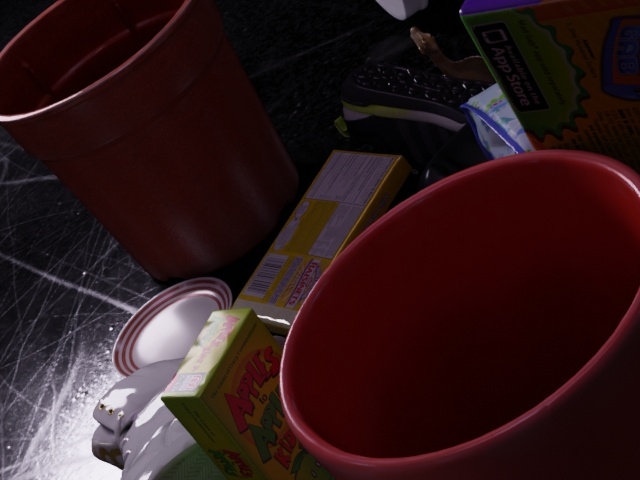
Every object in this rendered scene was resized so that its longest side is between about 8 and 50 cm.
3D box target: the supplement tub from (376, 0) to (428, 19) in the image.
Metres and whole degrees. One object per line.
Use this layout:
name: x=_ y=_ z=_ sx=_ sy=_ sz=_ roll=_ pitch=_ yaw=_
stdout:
supplement tub: x=0.165 y=-0.419 z=1.778 sx=0.316 sy=0.228 sz=0.228 roll=-36 pitch=31 yaw=-3

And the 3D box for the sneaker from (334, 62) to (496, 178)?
sneaker: x=0.123 y=-0.105 z=1.532 sx=0.234 sy=0.097 sz=0.084 roll=20 pitch=38 yaw=26

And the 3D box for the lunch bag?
lunch bag: x=0.201 y=-0.099 z=1.278 sx=0.129 sy=0.096 sz=0.151 roll=-31 pitch=11 yaw=-3

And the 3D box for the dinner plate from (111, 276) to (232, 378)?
dinner plate: x=-0.146 y=0.091 z=1.568 sx=0.141 sy=0.017 sz=0.141 roll=-25 pitch=32 yaw=17

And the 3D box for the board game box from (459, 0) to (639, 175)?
board game box: x=0.381 y=-0.151 z=1.071 sx=0.356 sy=0.356 sz=0.356 roll=-2 pitch=43 yaw=41

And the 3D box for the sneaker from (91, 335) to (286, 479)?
sneaker: x=-0.141 y=0.202 z=1.336 sx=0.169 sy=0.108 sz=0.292 roll=-11 pitch=28 yaw=36

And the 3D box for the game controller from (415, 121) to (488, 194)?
game controller: x=0.235 y=-0.107 z=1.411 sx=0.319 sy=0.067 sz=0.166 roll=-43 pitch=47 yaw=-15

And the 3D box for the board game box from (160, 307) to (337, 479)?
board game box: x=-0.043 y=0.149 z=1.227 sx=0.043 sy=0.181 sz=0.092 roll=-5 pitch=41 yaw=39

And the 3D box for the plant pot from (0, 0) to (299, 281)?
plant pot: x=-0.172 y=-0.115 z=1.638 sx=0.272 sy=0.265 sz=0.272 roll=-24 pitch=31 yaw=16

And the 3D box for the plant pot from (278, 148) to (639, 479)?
plant pot: x=0.144 y=0.119 z=1.033 sx=0.275 sy=0.243 sz=0.275 roll=-24 pitch=33 yaw=16

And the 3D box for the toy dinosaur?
toy dinosaur: x=0.167 y=-0.155 z=1.554 sx=0.092 sy=0.183 sz=0.053 roll=117 pitch=168 yaw=-63

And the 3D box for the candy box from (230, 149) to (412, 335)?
candy box: x=0.000 y=0.000 z=1.517 sx=0.105 sy=0.027 sz=0.206 roll=12 pitch=62 yaw=49
